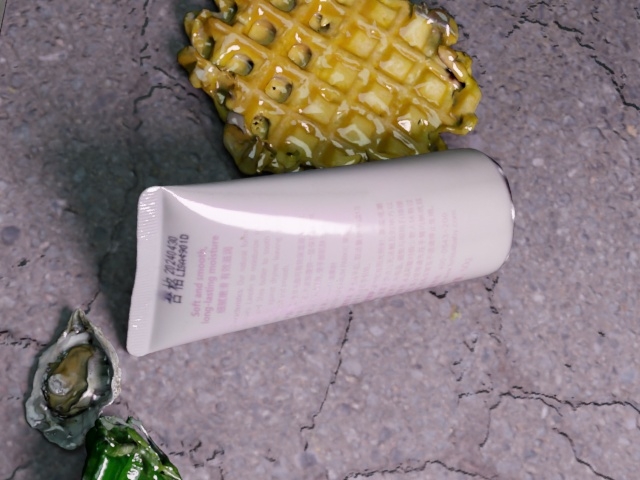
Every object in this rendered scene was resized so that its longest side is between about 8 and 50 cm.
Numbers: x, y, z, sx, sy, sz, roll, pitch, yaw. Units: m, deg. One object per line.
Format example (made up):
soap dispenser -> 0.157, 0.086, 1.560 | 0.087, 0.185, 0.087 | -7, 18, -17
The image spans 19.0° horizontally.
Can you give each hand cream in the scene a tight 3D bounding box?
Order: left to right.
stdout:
hand cream -> 0.000, 0.000, 1.692 | 0.358, 0.186, 0.118 | -10, 43, -23

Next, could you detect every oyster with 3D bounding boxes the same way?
oyster -> -0.213, 0.124, 1.645 | 0.100, 0.037, 0.098 | -45, 66, -6

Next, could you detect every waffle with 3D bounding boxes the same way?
waffle -> 0.010, -0.166, 1.803 | 0.280, 0.060, 0.262 | -14, 76, -17

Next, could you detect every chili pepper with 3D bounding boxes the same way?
chili pepper -> -0.180, 0.244, 1.578 | 0.108, 0.062, 0.216 | 36, 60, -47

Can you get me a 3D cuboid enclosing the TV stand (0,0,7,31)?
TV stand -> -0.321, -0.232, 1.719 | 0.082, 0.088, 0.270 | 11, 67, -12
